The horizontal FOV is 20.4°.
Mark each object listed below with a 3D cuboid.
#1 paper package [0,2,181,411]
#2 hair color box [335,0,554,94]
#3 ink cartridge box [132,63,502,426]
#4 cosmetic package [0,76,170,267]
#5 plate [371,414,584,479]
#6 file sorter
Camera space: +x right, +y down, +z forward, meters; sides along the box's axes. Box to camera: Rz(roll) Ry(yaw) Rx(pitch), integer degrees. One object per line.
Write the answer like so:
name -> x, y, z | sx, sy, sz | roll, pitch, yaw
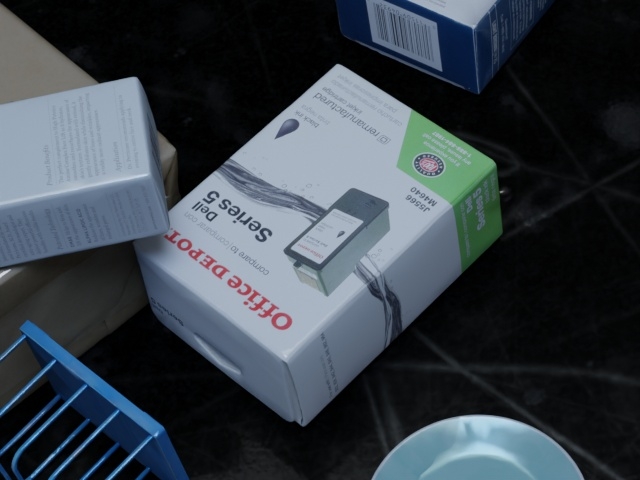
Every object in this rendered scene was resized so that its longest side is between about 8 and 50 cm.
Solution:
paper package -> -0.324, -0.035, 1.637 | 0.309, 0.168, 0.325 | -39, 57, -19
hair color box -> 0.181, -0.322, 1.812 | 0.174, 0.105, 0.347 | 27, 62, 25
ink cartridge box -> 0.000, 0.000, 1.594 | 0.198, 0.115, 0.273 | 35, 65, 29
cosmetic package -> -0.249, -0.049, 1.482 | 0.231, 0.085, 0.117 | -12, 52, 1
plate -> 0.129, 0.229, 1.463 | 0.188, 0.024, 0.188 | -5, 53, 6
file sorter -> -0.210, 0.175, 1.497 | 0.170, 0.118, 0.104 | 34, 69, 28
